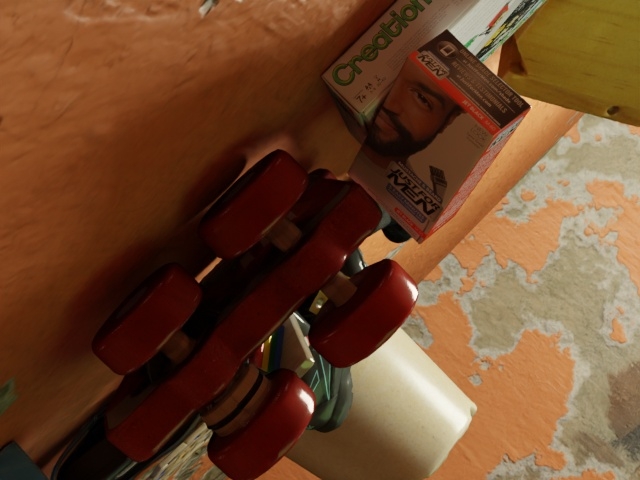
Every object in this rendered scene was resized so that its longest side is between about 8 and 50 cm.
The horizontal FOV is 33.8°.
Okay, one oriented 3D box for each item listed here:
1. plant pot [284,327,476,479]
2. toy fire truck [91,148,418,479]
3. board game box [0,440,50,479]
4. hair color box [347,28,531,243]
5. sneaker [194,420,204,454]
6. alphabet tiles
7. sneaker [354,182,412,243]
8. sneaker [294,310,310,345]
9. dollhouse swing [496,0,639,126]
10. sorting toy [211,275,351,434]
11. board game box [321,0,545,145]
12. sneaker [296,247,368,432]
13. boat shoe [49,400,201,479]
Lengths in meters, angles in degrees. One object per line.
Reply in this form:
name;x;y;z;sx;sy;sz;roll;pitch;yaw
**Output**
plant pot;0.053;0.247;1.605;0.334;0.305;0.334;-49;172;-10
toy fire truck;-0.070;0.058;0.932;0.302;0.169;0.254;-47;-169;-5
board game box;-0.384;0.361;1.045;0.302;0.086;0.308;-41;169;-22
hair color box;0.091;-0.079;0.857;0.053;0.093;0.167;-37;166;-32
sneaker;-0.199;0.281;1.587;0.175;0.064;0.067;105;9;-78
alphabet tiles;-0.175;0.260;1.200;0.237;0.009;0.198;-41;172;-33
sneaker;0.068;-0.037;1.315;0.121;0.079;0.217;-38;160;-18
sneaker;-0.092;0.136;1.239;0.145;0.090;0.270;-44;180;-12
dollhouse swing;0.376;-0.370;1.230;0.315;0.305;0.347;10;139;-25
sorting toy;-0.076;0.109;1.042;0.046;0.132;0.274;33;108;-35
board game box;0.136;-0.209;0.930;0.305;0.053;0.193;-45;169;0
sneaker;-0.002;0.126;1.395;0.106;0.101;0.267;7;92;-37
boat shoe;-0.198;0.198;1.149;0.233;0.084;0.079;-44;158;-13
